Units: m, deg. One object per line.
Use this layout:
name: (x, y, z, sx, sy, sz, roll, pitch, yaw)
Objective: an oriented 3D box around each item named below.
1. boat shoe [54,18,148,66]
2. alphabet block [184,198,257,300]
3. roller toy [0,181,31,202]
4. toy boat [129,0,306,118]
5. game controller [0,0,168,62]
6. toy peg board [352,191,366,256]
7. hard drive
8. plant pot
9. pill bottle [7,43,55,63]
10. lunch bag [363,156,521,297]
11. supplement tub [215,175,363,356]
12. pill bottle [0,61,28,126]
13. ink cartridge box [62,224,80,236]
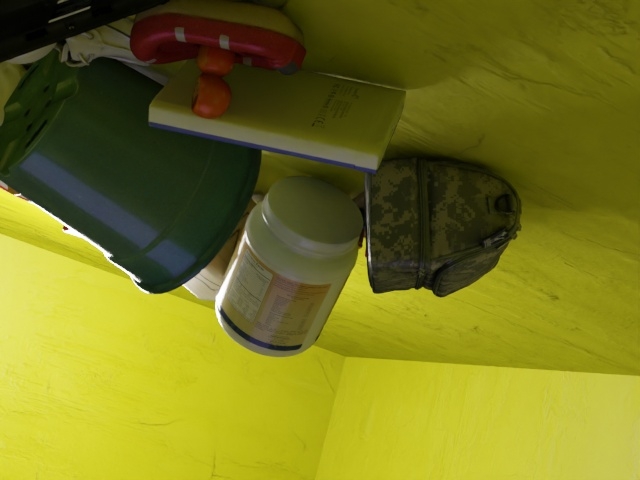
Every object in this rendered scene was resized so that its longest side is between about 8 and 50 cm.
boat shoe: (-0.360, -0.296, 1.672, 0.258, 0.084, 0.095, 18, 166, -14)
alphabet block: (-0.229, 0.002, 2.455, 0.192, 0.193, 0.197, 0, 145, 46)
roller toy: (-0.593, -0.158, 2.326, 0.209, 0.146, 0.191, 13, 162, 31)
toy boat: (-0.141, -0.236, 1.504, 0.231, 0.151, 0.151, 11, 180, 13)
game controller: (-0.299, -0.284, 1.339, 0.319, 0.067, 0.166, -26, 174, -23)
toy peg board: (0.116, -0.015, 2.283, 0.161, 0.079, 0.161, 20, 153, -23)
hard drive: (-0.054, -0.187, 1.606, 0.319, 0.210, 0.040, 13, 123, 8)
plant pot: (-0.333, -0.137, 1.855, 0.334, 0.341, 0.341, 33, 159, -32)
pill bottle: (-0.412, -0.327, 1.452, 0.152, 0.152, 0.272, 14, 168, 3)
lunch bag: (0.207, -0.021, 1.987, 0.256, 0.212, 0.305, -3, 167, 2)
supplement tub: (-0.060, 0.052, 2.241, 0.228, 0.228, 0.316, 17, 128, -11)
pill bottle: (-0.537, -0.212, 2.057, 0.161, 0.161, 0.283, 11, 166, 17)
ink cartridge box: (-0.404, -0.107, 2.273, 0.114, 0.197, 0.273, 19, 167, -23)
